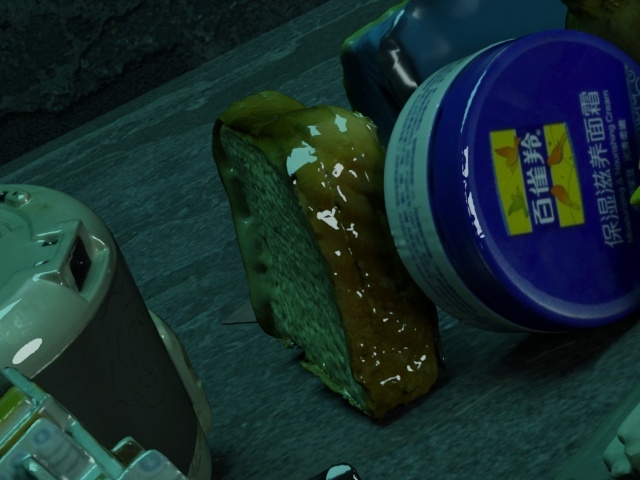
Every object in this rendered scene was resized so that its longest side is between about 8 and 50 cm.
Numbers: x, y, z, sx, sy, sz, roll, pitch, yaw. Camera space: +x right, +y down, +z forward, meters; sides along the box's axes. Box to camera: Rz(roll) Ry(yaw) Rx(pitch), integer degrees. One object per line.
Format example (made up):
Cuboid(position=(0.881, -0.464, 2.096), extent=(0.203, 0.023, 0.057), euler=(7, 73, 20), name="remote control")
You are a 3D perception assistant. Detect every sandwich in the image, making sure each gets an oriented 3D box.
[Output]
Cuboid(position=(0.001, 0.000, 1.302), extent=(0.087, 0.226, 0.251), euler=(-23, 16, -15), name="sandwich")

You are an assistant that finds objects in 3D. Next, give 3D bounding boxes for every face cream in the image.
Cuboid(position=(0.147, -0.037, 1.183), extent=(0.206, 0.206, 0.111), euler=(-39, 14, -31), name="face cream")

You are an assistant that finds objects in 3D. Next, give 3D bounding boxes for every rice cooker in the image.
Cuboid(position=(-0.232, 0.126, 1.214), extent=(0.288, 0.277, 0.288), euler=(-16, 33, 11), name="rice cooker")

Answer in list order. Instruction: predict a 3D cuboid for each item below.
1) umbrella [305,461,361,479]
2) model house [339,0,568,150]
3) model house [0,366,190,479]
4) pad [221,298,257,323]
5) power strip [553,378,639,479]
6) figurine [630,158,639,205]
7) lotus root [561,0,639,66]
Cuboid(position=(-0.081, 0.213, 1.094), extent=(0.248, 0.071, 0.071), euler=(-24, 16, 3), name="umbrella")
Cuboid(position=(0.155, -0.157, 1.553), extent=(0.237, 0.215, 0.303), euler=(-32, 12, -8), name="model house")
Cuboid(position=(-0.140, 0.213, 0.874), extent=(0.224, 0.198, 0.215), euler=(-45, 26, -10), name="model house")
Cuboid(position=(-0.003, 0.024, 1.627), extent=(0.188, 0.006, 0.113), euler=(-39, 18, -31), name="pad")
Cuboid(position=(0.223, 0.086, 0.928), extent=(0.198, 0.064, 0.213), euler=(-10, 24, 46), name="power strip")
Cuboid(position=(0.270, -0.026, 1.089), extent=(0.109, 0.130, 0.178), euler=(-6, -4, -36), name="figurine")
Cuboid(position=(0.283, -0.156, 1.276), extent=(0.309, 0.173, 0.173), euler=(7, -13, -42), name="lotus root")
